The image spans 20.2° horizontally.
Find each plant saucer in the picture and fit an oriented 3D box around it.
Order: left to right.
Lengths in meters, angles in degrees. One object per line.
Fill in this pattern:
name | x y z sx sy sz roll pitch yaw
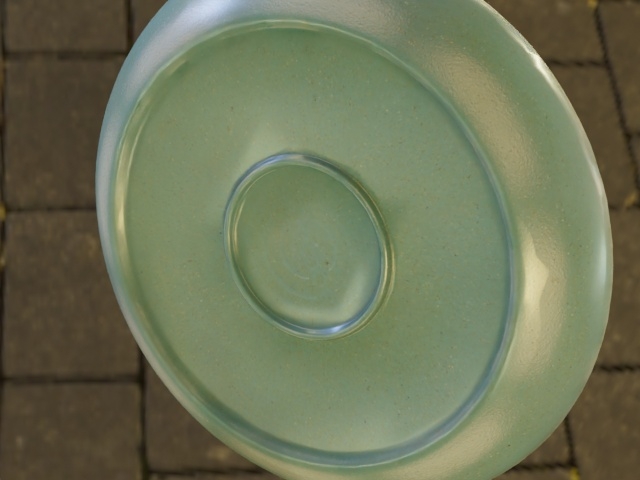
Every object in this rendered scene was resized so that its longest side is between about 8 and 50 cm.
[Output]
plant saucer | 0.000 0.000 0.963 0.317 0.317 0.044 36 30 16
